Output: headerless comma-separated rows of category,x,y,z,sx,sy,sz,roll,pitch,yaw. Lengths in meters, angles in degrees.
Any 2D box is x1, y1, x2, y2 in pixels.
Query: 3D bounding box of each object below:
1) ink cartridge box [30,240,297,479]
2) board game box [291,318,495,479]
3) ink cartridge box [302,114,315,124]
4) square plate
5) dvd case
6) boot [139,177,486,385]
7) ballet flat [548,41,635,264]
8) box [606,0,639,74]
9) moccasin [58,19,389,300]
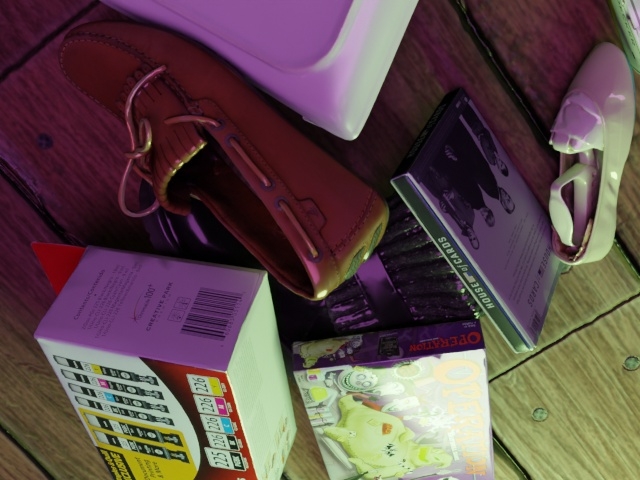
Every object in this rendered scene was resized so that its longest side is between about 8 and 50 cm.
ink cartridge box,-0.185,0.158,0.973,0.272,0.130,0.309,8,139,14
board game box,0.100,0.227,1.048,0.208,0.056,0.346,-11,136,4
ink cartridge box,0.023,-0.171,0.906,0.052,0.122,0.088,23,113,-7
square plate,-0.047,-0.319,0.809,0.344,0.049,0.347,32,114,18
dvd case,0.180,-0.024,0.938,0.030,0.179,0.238,-21,113,40
boot,0.001,-0.002,0.960,0.260,0.131,0.348,-29,120,28
ballet flat,0.285,-0.085,0.946,0.086,0.086,0.248,-3,113,4
box,0.424,-0.295,0.853,0.290,0.087,0.169,-25,110,12
moccasin,-0.118,-0.081,0.852,0.380,0.147,0.139,41,148,9
